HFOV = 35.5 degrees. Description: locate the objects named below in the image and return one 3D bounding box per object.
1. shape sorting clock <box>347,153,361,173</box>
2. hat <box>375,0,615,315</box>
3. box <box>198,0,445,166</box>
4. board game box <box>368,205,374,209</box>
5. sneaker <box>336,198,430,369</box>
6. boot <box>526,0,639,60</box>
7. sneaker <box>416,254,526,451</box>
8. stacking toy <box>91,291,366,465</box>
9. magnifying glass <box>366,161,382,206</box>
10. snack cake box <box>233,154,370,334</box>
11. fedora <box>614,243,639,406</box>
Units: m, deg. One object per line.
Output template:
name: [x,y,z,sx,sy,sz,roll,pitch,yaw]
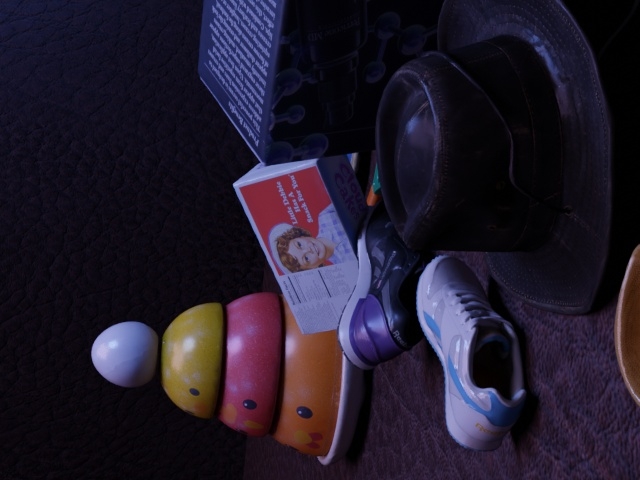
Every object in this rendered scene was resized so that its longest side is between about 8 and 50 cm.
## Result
shape sorting clock: [0.058,-0.160,1.931,0.206,0.040,0.206,-175,90,-85]
hat: [0.124,-0.066,0.866,0.331,0.133,0.332,162,90,-76]
box: [0.047,-0.314,1.110,0.212,0.293,0.396,55,146,41]
board game box: [0.019,-0.025,1.634,0.194,0.194,0.060,164,110,-80]
sneaker: [0.119,0.045,1.384,0.124,0.107,0.283,-25,39,38]
boot: [0.210,-0.228,0.891,0.244,0.088,0.176,99,172,-48]
sneaker: [0.165,0.101,1.058,0.092,0.087,0.229,114,152,-46]
stacking toy: [-0.173,0.226,1.827,0.350,0.479,0.351,-176,90,-81]
magnifying glass: [0.104,-0.101,1.689,0.231,0.026,0.092,110,162,-54]
snack cake box: [0.000,0.000,1.492,0.089,0.152,0.264,-46,-62,-52]
fedora: [0.236,0.056,0.616,0.194,0.079,0.195,-176,90,-81]
